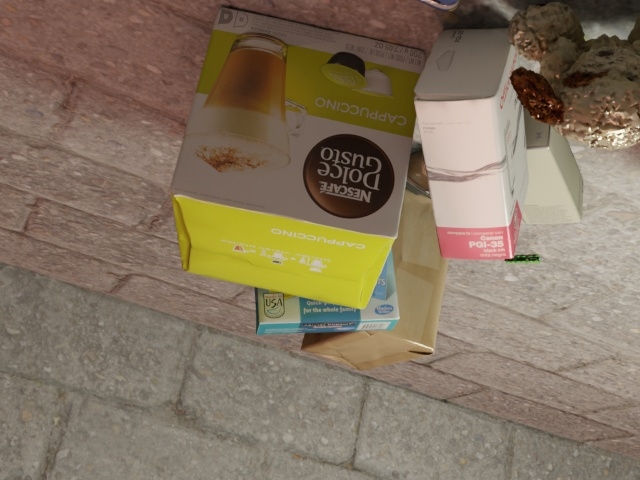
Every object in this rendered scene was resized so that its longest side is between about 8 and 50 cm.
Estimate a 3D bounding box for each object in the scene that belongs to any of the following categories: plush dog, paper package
[{"bbox_3d":[0.367,-0.192,1.156,0.262,0.225,0.211,5,120,19],"label":"plush dog"},{"bbox_3d":[0.123,0.088,1.884,0.168,0.325,0.309,21,156,-21],"label":"paper package"}]

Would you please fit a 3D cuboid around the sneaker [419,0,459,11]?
[{"bbox_3d":[0.129,-0.355,1.189,0.144,0.053,0.059,8,159,-13],"label":"sneaker"}]

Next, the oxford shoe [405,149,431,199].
[{"bbox_3d":[0.257,-0.104,1.679,0.227,0.083,0.096,22,151,-25],"label":"oxford shoe"}]

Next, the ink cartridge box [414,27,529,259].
[{"bbox_3d":[0.232,-0.143,1.311,0.117,0.207,0.283,2,130,21],"label":"ink cartridge box"}]

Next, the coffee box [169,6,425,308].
[{"bbox_3d":[-0.039,-0.117,1.458,0.337,0.335,0.338,12,157,-1],"label":"coffee box"}]

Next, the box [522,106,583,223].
[{"bbox_3d":[0.379,-0.129,1.544,0.113,0.094,0.275,-1,154,26],"label":"box"}]

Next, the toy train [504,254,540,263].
[{"bbox_3d":[0.460,0.044,2.013,0.083,0.017,0.023,-3,164,31],"label":"toy train"}]

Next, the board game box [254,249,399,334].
[{"bbox_3d":[0.000,0.000,1.645,0.253,0.336,0.079,-1,159,-9],"label":"board game box"}]
